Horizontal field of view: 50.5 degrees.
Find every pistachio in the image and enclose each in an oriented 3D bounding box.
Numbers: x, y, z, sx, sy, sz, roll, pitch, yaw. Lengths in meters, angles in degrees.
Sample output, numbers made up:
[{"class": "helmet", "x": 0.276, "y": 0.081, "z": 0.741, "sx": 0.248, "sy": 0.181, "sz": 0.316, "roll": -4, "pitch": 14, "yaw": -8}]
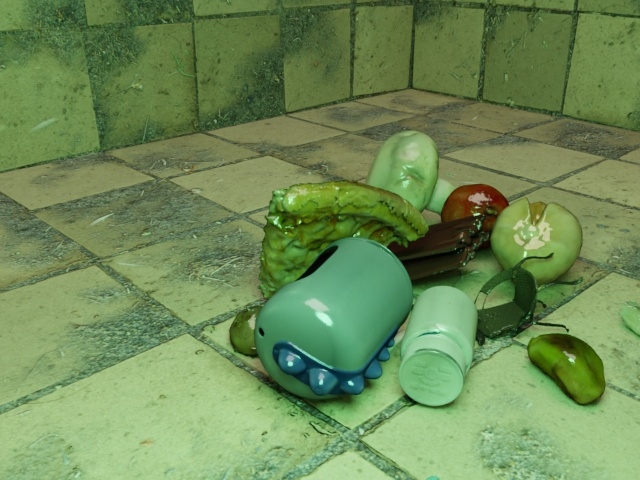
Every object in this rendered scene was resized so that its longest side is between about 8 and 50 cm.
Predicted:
[{"class": "pistachio", "x": 0.545, "y": 0.008, "z": 1.719, "sx": 0.229, "sy": 0.230, "sz": 0.308, "roll": 11, "pitch": 10, "yaw": 23}, {"class": "pistachio", "x": 0.490, "y": 0.237, "z": 1.333, "sx": 0.110, "sy": 0.100, "sz": 0.189, "roll": -12, "pitch": 24, "yaw": -15}]

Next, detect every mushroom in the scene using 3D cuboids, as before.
[{"class": "mushroom", "x": 0.256, "y": -0.169, "z": 2.040, "sx": 0.315, "sy": 0.315, "sz": 0.356, "roll": 15, "pitch": -1, "yaw": 31}]

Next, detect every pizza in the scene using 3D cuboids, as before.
[{"class": "pizza", "x": 0.020, "y": -0.021, "z": 1.507, "sx": 0.434, "sy": 0.392, "sz": 0.080, "roll": -28, "pitch": 58, "yaw": 1}]

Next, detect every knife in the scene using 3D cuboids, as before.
[{"class": "knife", "x": 0.292, "y": 0.183, "z": 1.557, "sx": 0.045, "sy": 0.021, "sz": 0.222, "roll": -23, "pitch": 33, "yaw": -35}]

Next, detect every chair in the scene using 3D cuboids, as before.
[{"class": "chair", "x": 0.452, "y": 0.134, "z": 1.525, "sx": 0.213, "sy": 0.149, "sz": 0.174, "roll": -10, "pitch": 29, "yaw": -10}]

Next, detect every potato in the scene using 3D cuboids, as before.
[{"class": "potato", "x": -0.141, "y": 0.173, "z": 1.499, "sx": 0.100, "sy": 0.089, "sz": 0.172, "roll": 8, "pitch": 26, "yaw": 25}]

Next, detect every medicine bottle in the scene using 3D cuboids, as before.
[{"class": "medicine bottle", "x": 0.237, "y": 0.205, "z": 1.357, "sx": 0.143, "sy": 0.144, "sz": 0.258, "roll": 6, "pitch": 23, "yaw": 13}]

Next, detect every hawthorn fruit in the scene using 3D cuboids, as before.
[{"class": "hawthorn fruit", "x": 0.440, "y": -0.069, "z": 1.878, "sx": 0.196, "sy": 0.197, "sz": 0.225, "roll": -5, "pitch": -4, "yaw": -10}]

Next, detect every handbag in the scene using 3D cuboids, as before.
[{"class": "handbag", "x": 0.279, "y": 0.024, "z": 1.727, "sx": 0.275, "sy": 0.084, "sz": 0.260, "roll": -16, "pitch": 10, "yaw": 36}]

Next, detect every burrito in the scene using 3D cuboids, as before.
[{"class": "burrito", "x": 0.754, "y": 0.210, "z": 1.451, "sx": 0.082, "sy": 0.059, "sz": 0.275, "roll": -3, "pitch": 23, "yaw": -25}]

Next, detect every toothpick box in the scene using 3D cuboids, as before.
[{"class": "toothpick box", "x": 0.028, "y": 0.169, "z": 1.341, "sx": 0.262, "sy": 0.263, "sz": 0.354, "roll": 12, "pitch": 28, "yaw": 25}]

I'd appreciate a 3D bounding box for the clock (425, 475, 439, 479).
[{"class": "clock", "x": 0.211, "y": 0.414, "z": 1.003, "sx": 0.147, "sy": 0.045, "sz": 0.108, "roll": 11, "pitch": 27, "yaw": 23}]
